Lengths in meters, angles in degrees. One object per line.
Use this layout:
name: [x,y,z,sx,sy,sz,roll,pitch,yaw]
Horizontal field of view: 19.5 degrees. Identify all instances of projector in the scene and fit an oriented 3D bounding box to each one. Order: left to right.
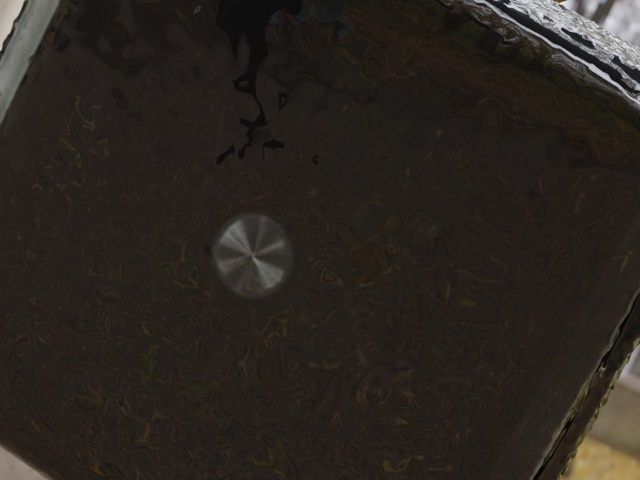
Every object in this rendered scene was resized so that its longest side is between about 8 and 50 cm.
projector: [0.000,0.000,1.155,0.405,0.395,0.242,30,11,13]

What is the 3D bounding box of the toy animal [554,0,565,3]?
toy animal: [0.130,-0.174,1.247,0.060,0.083,0.081,48,32,-14]
